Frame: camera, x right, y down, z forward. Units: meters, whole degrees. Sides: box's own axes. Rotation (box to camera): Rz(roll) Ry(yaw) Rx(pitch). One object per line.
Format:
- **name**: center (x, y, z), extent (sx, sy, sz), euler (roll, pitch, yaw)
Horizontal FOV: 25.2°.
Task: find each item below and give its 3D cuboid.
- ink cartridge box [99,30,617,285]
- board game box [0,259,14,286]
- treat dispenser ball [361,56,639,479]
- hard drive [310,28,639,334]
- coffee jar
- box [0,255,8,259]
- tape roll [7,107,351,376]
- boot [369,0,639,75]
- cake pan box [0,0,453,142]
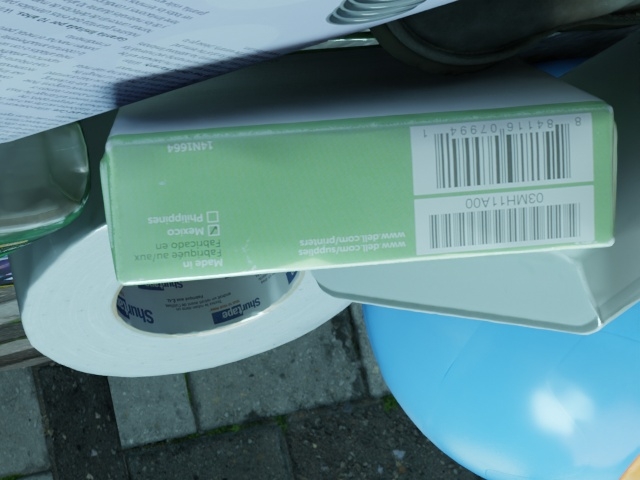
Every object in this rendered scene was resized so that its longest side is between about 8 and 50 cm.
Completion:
- **ink cartridge box**: center (0.005, -0.044, 0.579), extent (0.171, 0.056, 0.235), euler (-5, -166, -4)
- **board game box**: center (-0.210, 0.002, 1.113), extent (0.141, 0.048, 0.170), euler (-15, 174, 40)
- **treat dispenser ball**: center (0.169, 0.025, 0.937), extent (0.288, 0.288, 0.288), euler (-12, 175, -1)
- **hard drive**: center (0.163, -0.057, 0.661), extent (0.308, 0.040, 0.203), euler (-32, -163, -25)
- **coffee jar**: center (-0.195, -0.022, 0.731), extent (0.096, 0.079, 0.184), euler (-9, 174, -33)
- **box**: center (-0.137, -0.032, 0.940), extent (0.233, 0.044, 0.159), euler (-11, 174, -12)
- **tape roll**: center (-0.073, -0.001, 0.847), extent (0.219, 0.072, 0.219), euler (-14, 152, -8)
- **boot**: center (0.137, -0.121, 0.477), extent (0.190, 0.076, 0.208), euler (-19, -175, -36)
- **cake pan box**: center (-0.067, -0.091, 0.368), extent (0.246, 0.070, 0.267), euler (-17, 174, 23)
